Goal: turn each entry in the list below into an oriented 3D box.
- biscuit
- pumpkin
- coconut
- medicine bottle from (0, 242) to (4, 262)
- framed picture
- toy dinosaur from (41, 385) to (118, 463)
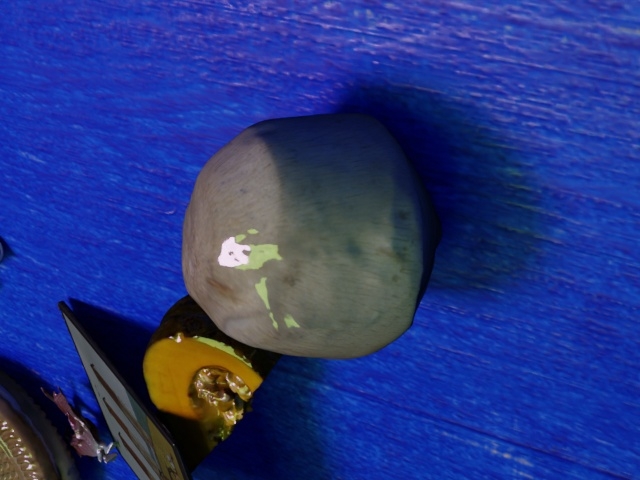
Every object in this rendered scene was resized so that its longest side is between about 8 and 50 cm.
[{"bbox_3d":[-0.422,0.266,1.565,0.259,0.079,0.259,28,138,28],"label":"biscuit"},{"bbox_3d":[-0.116,0.130,1.206,0.126,0.131,0.248,32,132,0],"label":"pumpkin"},{"bbox_3d":[0.000,0.000,0.971,0.224,0.224,0.224,20,133,23],"label":"coconut"},{"bbox_3d":[-0.454,0.043,1.443,0.208,0.054,0.090,-25,106,46],"label":"medicine bottle"},{"bbox_3d":[-0.198,0.230,1.319,0.324,0.013,0.244,36,147,49],"label":"framed picture"},{"bbox_3d":[-0.300,0.234,1.475,0.108,0.032,0.220,40,153,22],"label":"toy dinosaur"}]
